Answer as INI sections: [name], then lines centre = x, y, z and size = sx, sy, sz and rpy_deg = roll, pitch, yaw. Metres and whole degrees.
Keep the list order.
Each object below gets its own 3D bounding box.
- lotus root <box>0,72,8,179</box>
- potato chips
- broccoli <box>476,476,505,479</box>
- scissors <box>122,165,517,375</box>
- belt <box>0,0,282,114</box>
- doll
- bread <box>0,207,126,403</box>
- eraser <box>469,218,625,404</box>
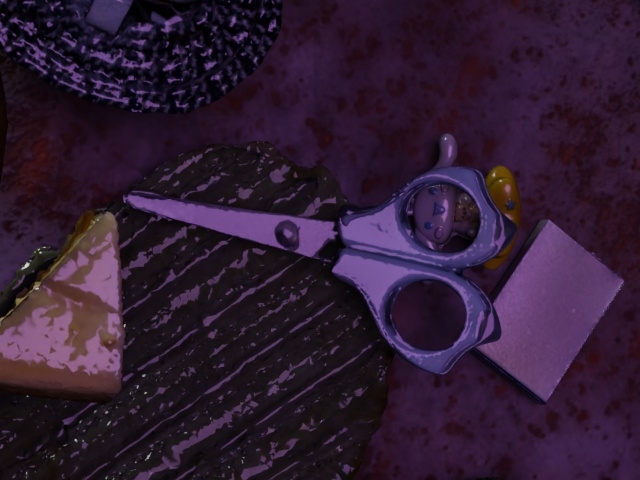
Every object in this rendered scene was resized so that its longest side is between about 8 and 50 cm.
[lotus root]
centre = -0.366, -0.005, 1.345
size = 0.195, 0.179, 0.398
rpy_deg = 14, 98, 3
[potato chips]
centre = -0.105, 0.123, 1.479
size = 0.429, 0.070, 0.358
rpy_deg = -37, 94, -16
[broccoli]
centre = 0.167, 0.303, 1.499
size = 0.195, 0.156, 0.195
rpy_deg = 3, 78, -16
[scissors]
centre = 0.000, 0.000, 1.474
size = 0.360, 0.029, 0.191
rpy_deg = 13, 83, -13
[belt]
centre = -0.179, -0.230, 1.425
size = 0.295, 0.160, 0.207
rpy_deg = 9, 111, -6
[doll]
centre = 0.132, -0.034, 1.565
size = 0.113, 0.071, 0.135
rpy_deg = -16, 89, 3
[bread]
centre = -0.208, 0.070, 1.304
size = 0.178, 0.266, 0.142
rpy_deg = -32, 90, -9
[eraser]
centre = 0.213, 0.067, 1.596
size = 0.104, 0.023, 0.150
rpy_deg = 37, 77, -11
